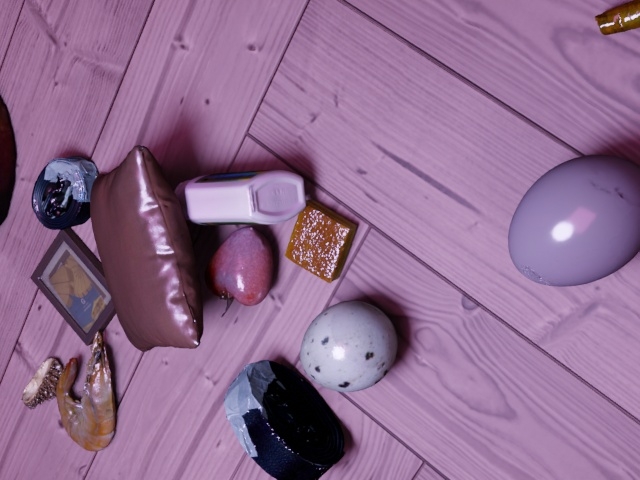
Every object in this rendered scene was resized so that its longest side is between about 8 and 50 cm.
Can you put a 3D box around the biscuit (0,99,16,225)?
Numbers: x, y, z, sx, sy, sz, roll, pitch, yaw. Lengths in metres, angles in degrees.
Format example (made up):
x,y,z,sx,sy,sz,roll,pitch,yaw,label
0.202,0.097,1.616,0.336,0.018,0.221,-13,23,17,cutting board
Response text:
x,y,z,sx,sy,sz,roll,pitch,yaw,label
-0.727,-0.157,1.877,0.407,0.091,0.408,6,103,29,biscuit

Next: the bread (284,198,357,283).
x,y,z,sx,sy,sz,roll,pitch,yaw,label
0.000,0.000,1.504,0.090,0.035,0.094,29,113,24,bread

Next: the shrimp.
x,y,z,sx,sy,sz,roll,pitch,yaw,label
-0.408,0.261,1.786,0.133,0.053,0.236,24,118,34,shrimp

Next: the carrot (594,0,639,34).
x,y,z,sx,sy,sz,roll,pitch,yaw,label
0.410,-0.275,1.210,0.170,0.042,0.042,-10,93,34,carrot

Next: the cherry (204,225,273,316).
x,y,z,sx,sy,sz,roll,pitch,yaw,label
-0.116,0.046,1.552,0.106,0.087,0.126,45,100,24,cherry

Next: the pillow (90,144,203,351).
x,y,z,sx,sy,sz,roll,pitch,yaw,label
-0.269,0.020,1.579,0.305,0.108,0.308,-16,89,65,pillow

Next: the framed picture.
x,y,z,sx,sy,sz,roll,pitch,yaw,label
-0.420,0.080,1.775,0.168,0.023,0.128,47,118,15,framed picture

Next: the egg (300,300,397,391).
x,y,z,sx,sy,sz,roll,pitch,yaw,label
0.037,0.153,1.465,0.164,0.131,0.131,-25,85,55,egg

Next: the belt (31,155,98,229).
x,y,z,sx,sy,sz,roll,pitch,yaw,label
-0.431,-0.080,1.731,0.105,0.058,0.140,38,115,16,belt

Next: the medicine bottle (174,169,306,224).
x,y,z,sx,sy,sz,roll,pitch,yaw,label
-0.132,-0.062,1.517,0.219,0.115,0.078,0,101,46,medicine bottle

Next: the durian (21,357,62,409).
x,y,z,sx,sy,sz,roll,pitch,yaw,label
-0.506,0.263,1.843,0.130,0.052,0.066,-46,73,29,durian

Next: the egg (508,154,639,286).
x,y,z,sx,sy,sz,roll,pitch,yaw,label
0.315,-0.022,1.247,0.198,0.146,0.146,-35,81,39,egg

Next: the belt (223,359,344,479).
x,y,z,sx,sy,sz,roll,pitch,yaw,label
-0.059,0.269,1.519,0.198,0.151,0.078,51,120,15,belt
